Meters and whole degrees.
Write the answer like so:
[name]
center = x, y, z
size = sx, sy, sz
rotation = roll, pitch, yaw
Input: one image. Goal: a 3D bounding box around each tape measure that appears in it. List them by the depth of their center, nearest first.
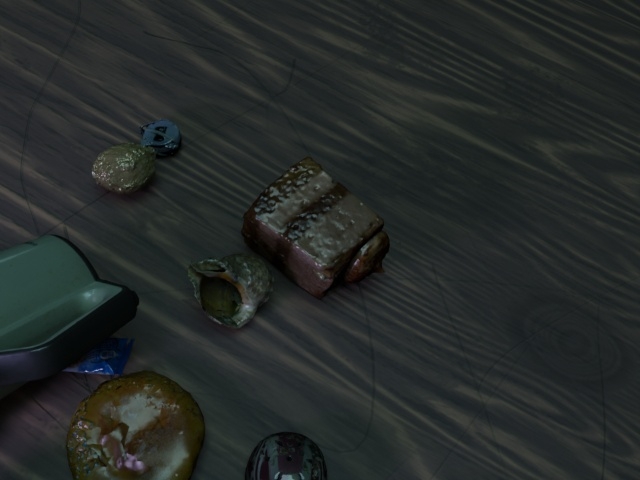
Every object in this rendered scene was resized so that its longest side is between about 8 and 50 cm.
[tape measure]
center = -0.374, -0.239, 1.601
size = 0.094, 0.054, 0.091
rotation = -9, 60, -3

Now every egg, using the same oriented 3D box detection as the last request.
[egg]
center = -0.432, -0.159, 1.511
size = 0.140, 0.116, 0.118
rotation = -8, 90, -13

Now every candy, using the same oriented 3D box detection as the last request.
[candy]
center = -0.438, 0.222, 1.329
size = 0.136, 0.038, 0.088
rotation = 3, 49, 7

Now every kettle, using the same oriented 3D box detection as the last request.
[kettle]
center = -0.535, 0.155, 1.140
size = 0.361, 0.250, 0.377
rotation = 1, 22, 37

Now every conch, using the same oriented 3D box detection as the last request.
[conch]
center = -0.183, 0.096, 1.384
size = 0.130, 0.207, 0.155
rotation = -21, 62, 30

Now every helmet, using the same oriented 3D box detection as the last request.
[helmet]
center = -0.060, 0.424, 1.233
size = 0.153, 0.107, 0.177
rotation = 2, 60, -4

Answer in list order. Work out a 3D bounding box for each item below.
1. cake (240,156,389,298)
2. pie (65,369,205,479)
[cake]
center = 0.000, 0.000, 1.446
size = 0.293, 0.196, 0.199
rotation = 41, 64, 10
[pie]
center = -0.337, 0.366, 1.248
size = 0.273, 0.069, 0.273
rotation = 2, 57, -3
